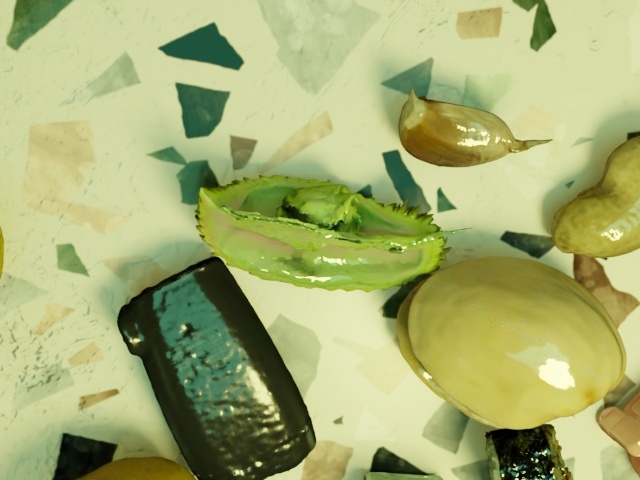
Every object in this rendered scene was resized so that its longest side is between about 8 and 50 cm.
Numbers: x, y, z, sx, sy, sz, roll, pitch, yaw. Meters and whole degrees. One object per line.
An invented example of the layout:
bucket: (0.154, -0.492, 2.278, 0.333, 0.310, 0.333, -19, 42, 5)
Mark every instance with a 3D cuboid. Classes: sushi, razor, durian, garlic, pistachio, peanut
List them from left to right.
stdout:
razor: (-0.144, 0.195, 1.207, 0.189, 0.107, 0.327, -27, 102, -3)
durian: (0.003, -0.001, 1.159, 0.355, 0.169, 0.158, 7, 96, -12)
garlic: (0.201, -0.146, 1.180, 0.198, 0.128, 0.091, 17, 82, -8)
pistachio: (0.269, 0.145, 1.199, 0.321, 0.229, 0.238, 12, 73, -2)
sushi: (0.308, 0.363, 1.253, 0.115, 0.147, 0.213, -10, 132, 7)
peanut: (0.448, -0.065, 1.237, 0.137, 0.122, 0.253, 42, 97, -13)

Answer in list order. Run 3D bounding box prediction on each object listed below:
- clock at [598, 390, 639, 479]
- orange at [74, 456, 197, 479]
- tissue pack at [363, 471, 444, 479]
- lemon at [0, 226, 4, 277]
clock: (0.593, 0.311, 1.316, 0.227, 0.142, 0.241, -40, 107, 1)
orange: (-0.253, 0.433, 1.174, 0.279, 0.235, 0.279, 0, 95, 2)
tissue pack: (0.131, 0.502, 1.255, 0.146, 0.198, 0.264, 5, 100, -12)
lemon: (-0.531, 0.018, 1.060, 0.288, 0.233, 0.234, -12, 102, 1)
